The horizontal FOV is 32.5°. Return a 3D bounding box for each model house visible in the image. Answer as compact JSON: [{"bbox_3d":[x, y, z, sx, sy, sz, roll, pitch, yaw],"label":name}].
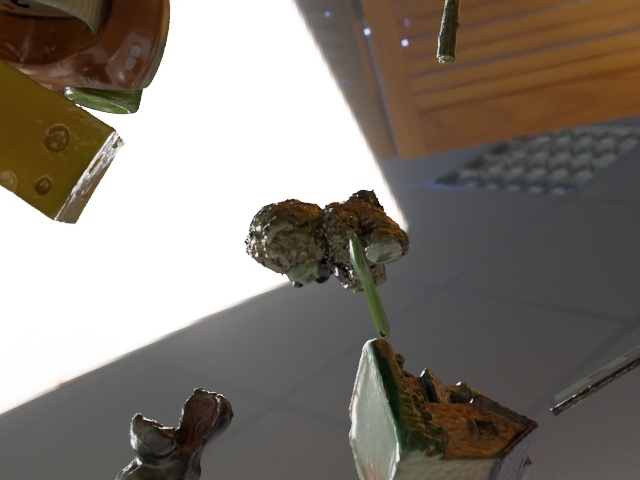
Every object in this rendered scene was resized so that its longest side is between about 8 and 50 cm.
[{"bbox_3d":[0.218,0.335,1.897,0.280,0.245,0.312,2,-148,-13],"label":"model house"}]

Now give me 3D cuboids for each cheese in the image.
[{"bbox_3d":[-0.264,-0.097,0.930,0.093,0.171,0.126,-57,-177,-3],"label":"cheese"}]

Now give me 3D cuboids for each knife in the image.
[{"bbox_3d":[0.071,0.069,1.592,0.022,0.184,0.026,-3,-149,29],"label":"knife"}]

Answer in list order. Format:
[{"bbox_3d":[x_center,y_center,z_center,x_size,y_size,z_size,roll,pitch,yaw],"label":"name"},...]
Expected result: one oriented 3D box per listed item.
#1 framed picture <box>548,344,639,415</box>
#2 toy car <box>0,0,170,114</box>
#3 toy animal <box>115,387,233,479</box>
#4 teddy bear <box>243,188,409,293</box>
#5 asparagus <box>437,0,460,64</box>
[{"bbox_3d":[0.361,0.123,1.221,0.244,0.013,0.324,-32,169,6],"label":"framed picture"},{"bbox_3d":[-0.267,-0.215,0.990,0.235,0.145,0.235,10,173,1],"label":"toy car"},{"bbox_3d":[-0.219,0.328,1.269,0.106,0.343,0.168,24,180,35],"label":"toy animal"},{"bbox_3d":[0.000,0.000,1.841,0.256,0.156,0.267,-6,164,-14],"label":"teddy bear"},{"bbox_3d":[0.091,-0.166,0.755,0.015,0.014,0.114,-47,-154,53],"label":"asparagus"}]
